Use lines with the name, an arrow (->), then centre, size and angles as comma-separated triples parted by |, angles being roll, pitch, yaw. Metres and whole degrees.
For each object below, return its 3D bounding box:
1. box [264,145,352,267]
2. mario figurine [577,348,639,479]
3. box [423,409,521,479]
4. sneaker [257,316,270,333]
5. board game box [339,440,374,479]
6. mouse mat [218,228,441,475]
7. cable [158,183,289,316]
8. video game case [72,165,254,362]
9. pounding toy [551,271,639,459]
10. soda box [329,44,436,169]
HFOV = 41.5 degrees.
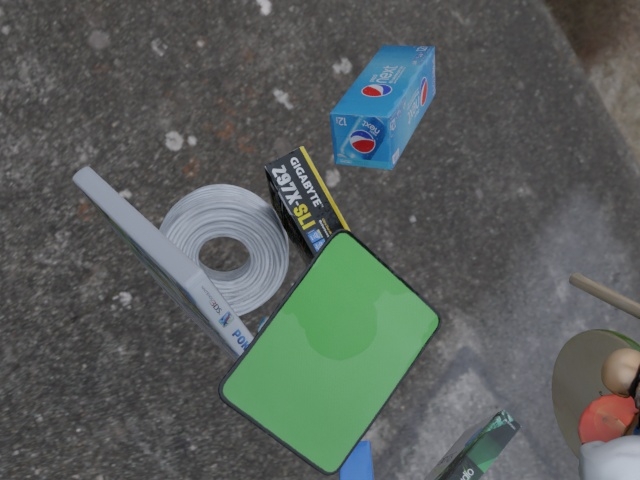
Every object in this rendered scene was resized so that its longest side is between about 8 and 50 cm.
box -> 0.000, 0.000, 1.452 | 0.079, 0.322, 0.257 | -27, 83, -5
mario figurine -> 0.254, 0.067, 0.531 | 0.198, 0.321, 0.170 | 3, 44, -19
box -> 0.260, 0.498, 1.734 | 0.058, 0.232, 0.322 | 42, 65, 8
sneaker -> -0.031, 0.231, 1.714 | 0.228, 0.092, 0.087 | 44, 36, -13
board game box -> 0.054, 0.382, 1.153 | 0.047, 0.160, 0.210 | -4, 76, 3
mouse mat -> 0.014, 0.103, 0.769 | 0.152, 0.007, 0.190 | 42, 77, -23
cable -> -0.189, 0.025, 1.622 | 0.257, 0.257, 0.089 | 54, 10, -23
video game case -> -0.201, 0.061, 1.221 | 0.036, 0.329, 0.300 | -42, 138, -12
pounding toy -> 0.387, 0.169, 1.030 | 0.110, 0.183, 0.237 | -4, 107, -26
soda box -> 0.080, -0.165, 1.009 | 0.210, 0.071, 0.067 | -57, 148, -51
